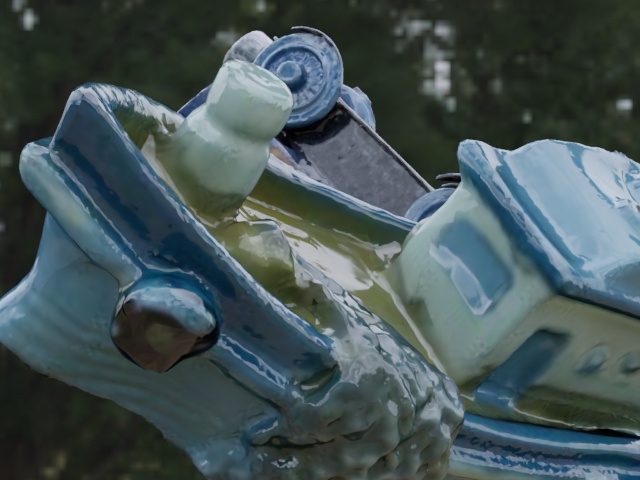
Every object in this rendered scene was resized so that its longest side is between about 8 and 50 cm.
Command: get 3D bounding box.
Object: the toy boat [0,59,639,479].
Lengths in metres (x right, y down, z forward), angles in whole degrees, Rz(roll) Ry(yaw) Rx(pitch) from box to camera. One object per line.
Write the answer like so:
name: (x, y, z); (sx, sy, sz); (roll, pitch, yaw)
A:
toy boat: (0.022, 0.011, 0.486); (0.238, 0.109, 0.098); (17, -57, -42)

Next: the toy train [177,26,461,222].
toy train: (0.000, 0.000, 1.308); (0.202, 0.299, 0.131); (-42, -25, -4)
